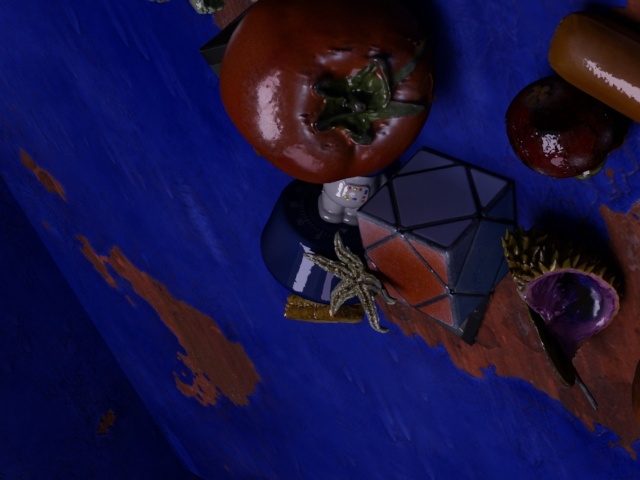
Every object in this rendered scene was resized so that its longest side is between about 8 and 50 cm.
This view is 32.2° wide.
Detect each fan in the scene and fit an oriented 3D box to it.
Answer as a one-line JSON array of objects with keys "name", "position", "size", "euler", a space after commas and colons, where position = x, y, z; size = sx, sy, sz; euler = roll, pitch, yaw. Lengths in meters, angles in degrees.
[{"name": "fan", "position": [0.422, 0.186, 1.973], "size": [0.011, 0.229, 0.335], "euler": [-26, 115, 19]}]

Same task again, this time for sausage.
[{"name": "sausage", "position": [0.437, -0.218, 1.505], "size": [0.274, 0.105, 0.105], "euler": [34, 150, 19]}]

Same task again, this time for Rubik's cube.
[{"name": "Rubik's cube", "position": [0.212, -0.007, 1.970], "size": [0.207, 0.205, 0.205], "euler": [25, 146, 35]}]

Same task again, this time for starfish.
[{"name": "starfish", "position": [0.055, 0.087, 2.022], "size": [0.208, 0.053, 0.176], "euler": [49, 137, 6]}]

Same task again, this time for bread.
[{"name": "bread", "position": [0.010, 0.148, 2.535], "size": [0.211, 0.114, 0.083], "euler": [-7, 81, 53]}]

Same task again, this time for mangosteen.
[{"name": "mangosteen", "position": [0.366, -0.160, 1.634], "size": [0.166, 0.166, 0.180], "euler": [10, 162, 47]}]

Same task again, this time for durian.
[{"name": "durian", "position": [0.399, 0.057, 1.880], "size": [0.186, 0.154, 0.260], "euler": [56, -173, 33]}]

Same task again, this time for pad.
[{"name": "pad", "position": [0.259, 0.114, 2.257], "size": [0.174, 0.022, 0.233], "euler": [35, 151, 17]}]

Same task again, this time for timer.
[{"name": "timer", "position": [0.048, -0.094, 2.068], "size": [0.270, 0.270, 0.383], "euler": [35, 137, 19]}]

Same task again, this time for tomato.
[{"name": "tomato", "position": [0.009, -0.268, 1.784], "size": [0.273, 0.341, 0.341], "euler": [54, 168, 52]}]

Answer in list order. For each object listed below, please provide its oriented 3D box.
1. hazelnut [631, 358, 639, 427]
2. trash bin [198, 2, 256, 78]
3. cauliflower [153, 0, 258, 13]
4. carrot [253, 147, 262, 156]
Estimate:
[{"name": "hazelnut", "position": [0.606, 0.270, 1.850], "size": [0.214, 0.176, 0.214], "euler": [162, 90, -77]}, {"name": "trash bin", "position": [-0.077, -0.301, 2.020], "size": [0.122, 0.164, 0.240], "euler": [2, 133, 53]}, {"name": "cauliflower", "position": [-0.189, -0.489, 1.808], "size": [0.327, 0.281, 0.260], "euler": [45, 180, 14]}, {"name": "carrot", "position": [-0.145, -0.267, 2.256], "size": [0.205, 0.072, 0.072], "euler": [58, 150, -10]}]
